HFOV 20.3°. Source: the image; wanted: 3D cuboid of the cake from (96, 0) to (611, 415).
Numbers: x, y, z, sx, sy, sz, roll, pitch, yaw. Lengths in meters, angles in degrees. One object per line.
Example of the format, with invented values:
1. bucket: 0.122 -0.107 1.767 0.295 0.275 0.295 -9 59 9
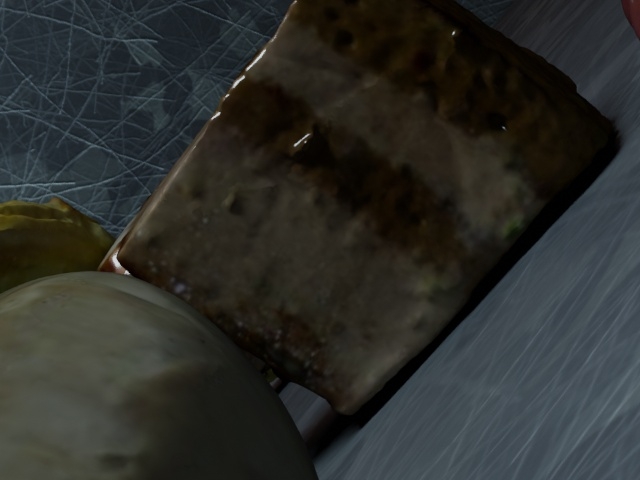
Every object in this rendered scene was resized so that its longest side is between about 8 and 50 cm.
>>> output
1. cake: 0.006 -0.018 1.053 0.293 0.199 0.196 -52 7 9

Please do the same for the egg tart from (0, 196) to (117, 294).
1. egg tart: -0.201 0.126 1.086 0.120 0.315 0.315 -3 36 41

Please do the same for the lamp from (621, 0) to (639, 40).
1. lamp: 0.182 -0.130 0.815 0.107 0.092 0.107 -169 90 -70

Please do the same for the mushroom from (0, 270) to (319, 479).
1. mushroom: -0.149 0.118 0.523 0.297 0.290 0.297 -49 4 4

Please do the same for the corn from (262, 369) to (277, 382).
1. corn: 0.000 0.000 1.563 0.322 0.119 0.119 -50 3 -14
